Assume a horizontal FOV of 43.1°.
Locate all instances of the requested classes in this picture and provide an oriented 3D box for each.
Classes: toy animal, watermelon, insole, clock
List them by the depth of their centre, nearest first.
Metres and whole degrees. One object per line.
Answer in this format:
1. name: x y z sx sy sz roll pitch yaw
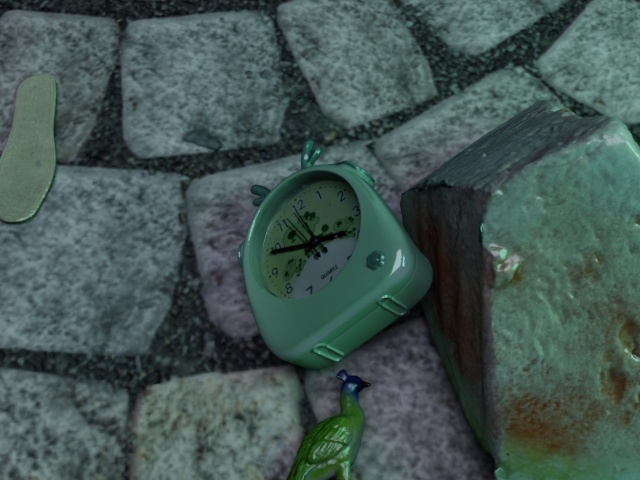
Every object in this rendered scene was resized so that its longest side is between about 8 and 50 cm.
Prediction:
1. watermelon: 0.201 0.004 0.674 0.228 0.258 0.387 -5 59 -3
2. toy animal: 0.002 0.216 0.685 0.075 0.041 0.217 24 68 14
3. clock: 0.000 0.000 0.753 0.159 0.066 0.211 -36 52 18
4. insole: -0.313 -0.103 0.874 0.063 0.010 0.192 -3 62 -1
